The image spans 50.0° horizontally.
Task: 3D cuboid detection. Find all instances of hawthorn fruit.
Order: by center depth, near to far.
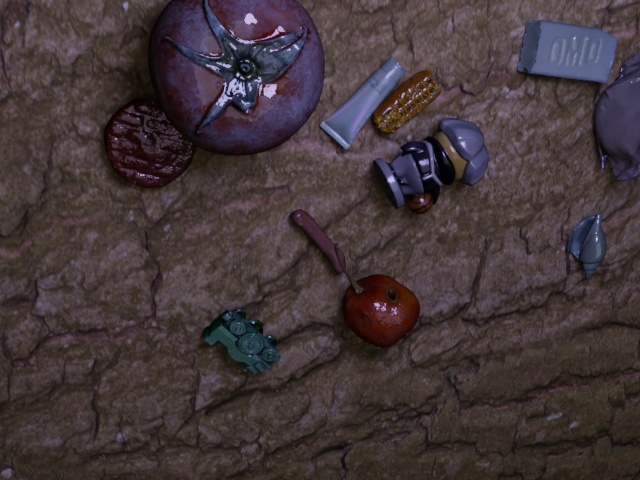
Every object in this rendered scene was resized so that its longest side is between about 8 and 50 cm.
[{"bbox_3d":[0.095,0.121,1.530,0.165,0.165,0.285,-46,116,5],"label":"hawthorn fruit"}]

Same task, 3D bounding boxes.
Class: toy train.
[{"bbox_3d":[-0.172,0.231,1.548,0.105,0.071,0.178,-40,114,11],"label":"toy train"}]

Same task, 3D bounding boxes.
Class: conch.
[{"bbox_3d":[0.663,0.016,1.702,0.065,0.088,0.180,-22,116,-55],"label":"conch"}]

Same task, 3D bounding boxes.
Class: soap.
[{"bbox_3d":[0.540,-0.411,1.497,0.199,0.063,0.114,2,108,-16],"label":"soap"}]

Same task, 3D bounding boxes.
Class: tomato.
[{"bbox_3d":[-0.149,-0.308,1.231,0.317,0.282,0.316,-4,108,-12],"label":"tomato"}]

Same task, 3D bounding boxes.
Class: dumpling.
[{"bbox_3d":[0.723,-0.272,1.525,0.164,0.204,0.292,0,102,-27],"label":"dumpling"}]

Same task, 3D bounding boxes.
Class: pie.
[{"bbox_3d":[-0.336,-0.192,1.354,0.183,0.049,0.182,-5,113,-12],"label":"pie"}]

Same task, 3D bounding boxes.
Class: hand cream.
[{"bbox_3d":[0.094,-0.292,1.432,0.078,0.050,0.205,41,99,-4],"label":"hand cream"}]

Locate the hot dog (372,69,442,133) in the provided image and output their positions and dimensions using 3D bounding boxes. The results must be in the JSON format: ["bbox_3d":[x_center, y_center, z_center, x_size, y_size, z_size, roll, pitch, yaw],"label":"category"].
[{"bbox_3d":[0.181,-0.292,1.456,0.165,0.045,0.071,-39,116,2],"label":"hot dog"}]

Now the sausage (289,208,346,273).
[{"bbox_3d":[0.000,0.000,1.519,0.043,0.043,0.186,-39,114,2],"label":"sausage"}]

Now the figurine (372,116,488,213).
[{"bbox_3d":[0.248,-0.159,1.480,0.236,0.133,0.176,-27,124,-1],"label":"figurine"}]
